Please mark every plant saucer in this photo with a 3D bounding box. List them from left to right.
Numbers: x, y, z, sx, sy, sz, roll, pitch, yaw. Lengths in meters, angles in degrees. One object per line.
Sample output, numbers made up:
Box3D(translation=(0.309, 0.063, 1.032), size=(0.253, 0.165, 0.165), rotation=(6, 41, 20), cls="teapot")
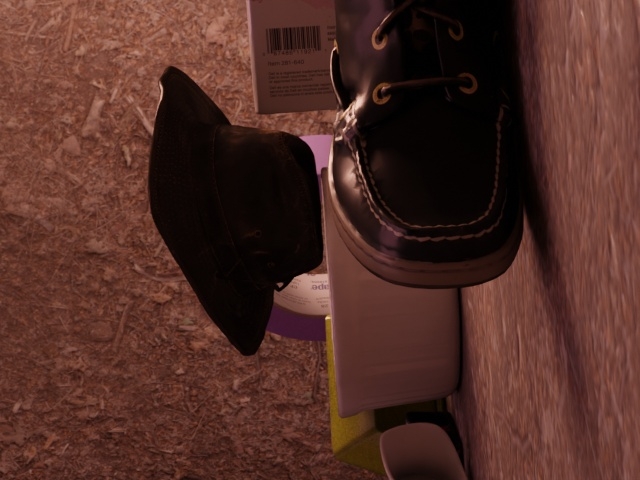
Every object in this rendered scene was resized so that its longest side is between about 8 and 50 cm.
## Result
Box3D(translation=(0.089, 0.189, 1.935), size=(0.188, 0.045, 0.188), rotation=(25, -130, -40), cls="plant saucer")

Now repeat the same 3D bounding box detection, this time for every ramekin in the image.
Box3D(translation=(0.076, 0.053, 1.782), size=(0.277, 0.135, 0.277), rotation=(-4, -90, -90), cls="ramekin")

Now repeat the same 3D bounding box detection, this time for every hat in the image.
Box3D(translation=(-0.065, -0.043, 1.755), size=(0.331, 0.133, 0.331), rotation=(-13, -90, -73), cls="hat")

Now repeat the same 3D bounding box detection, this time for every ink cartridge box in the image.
Box3D(translation=(0.017, -0.292, 1.782), size=(0.117, 0.201, 0.278), rotation=(-95, 2, -65), cls="ink cartridge box")

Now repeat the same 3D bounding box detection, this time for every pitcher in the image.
Box3D(translation=(0.111, 0.324, 1.704), size=(0.178, 0.125, 0.207), rotation=(-122, 31, -49), cls="pitcher")

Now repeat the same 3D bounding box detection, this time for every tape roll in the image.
Box3D(translation=(0.000, 0.000, 2.096), size=(0.090, 0.274, 0.275), rotation=(-92, -1, -52), cls="tape roll")

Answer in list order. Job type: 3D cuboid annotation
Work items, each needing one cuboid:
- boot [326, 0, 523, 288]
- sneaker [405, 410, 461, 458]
Box3D(translation=(0.069, -0.175, 1.112), size=(0.377, 0.138, 0.284), rotation=(-86, -6, -52), cls="boot")
Box3D(translation=(0.127, 0.245, 1.839), size=(0.161, 0.057, 0.075), rotation=(-110, 21, -78), cls="sneaker")
